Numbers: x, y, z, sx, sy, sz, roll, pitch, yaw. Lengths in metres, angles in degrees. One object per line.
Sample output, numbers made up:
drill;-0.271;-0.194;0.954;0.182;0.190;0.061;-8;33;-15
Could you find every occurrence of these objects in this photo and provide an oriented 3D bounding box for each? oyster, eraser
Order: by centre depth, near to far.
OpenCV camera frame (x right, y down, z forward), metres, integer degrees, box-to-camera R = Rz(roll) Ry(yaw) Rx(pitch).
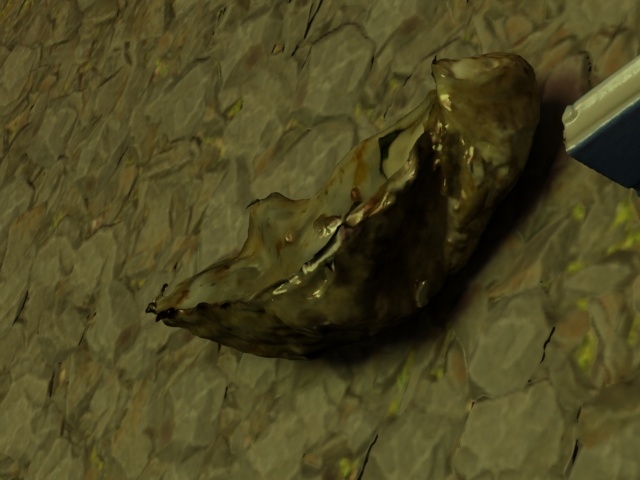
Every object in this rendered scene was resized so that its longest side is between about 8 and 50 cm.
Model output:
eraser;0.162;-0.060;0.747;0.084;0.063;0.027;-37;45;34
oyster;0.005;-0.002;0.911;0.294;0.094;0.166;-22;33;56
